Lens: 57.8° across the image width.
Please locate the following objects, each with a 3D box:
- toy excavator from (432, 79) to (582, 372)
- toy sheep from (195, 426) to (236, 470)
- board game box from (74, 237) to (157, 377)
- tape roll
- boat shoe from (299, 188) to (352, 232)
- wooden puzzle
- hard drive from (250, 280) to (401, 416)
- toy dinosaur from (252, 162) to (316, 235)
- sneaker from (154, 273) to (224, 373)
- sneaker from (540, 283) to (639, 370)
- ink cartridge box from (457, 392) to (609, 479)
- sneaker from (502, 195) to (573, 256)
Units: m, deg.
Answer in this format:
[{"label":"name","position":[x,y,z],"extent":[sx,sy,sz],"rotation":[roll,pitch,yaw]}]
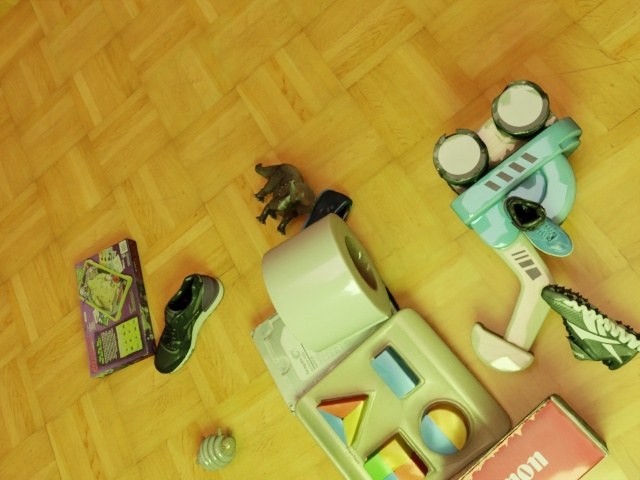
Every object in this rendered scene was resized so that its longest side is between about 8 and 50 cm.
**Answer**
[{"label":"toy excavator","position":[0.395,-0.021,1.166],"extent":[0.433,0.222,0.445],"rotation":[-40,73,12]},{"label":"toy sheep","position":[-0.251,0.504,1.386],"extent":[0.132,0.091,0.091],"rotation":[-39,64,27]},{"label":"board game box","position":[-0.584,0.189,1.639],"extent":[0.208,0.056,0.347],"rotation":[-22,69,14]},{"label":"tape roll","position":[0.015,0.087,1.206],"extent":[0.169,0.246,0.246],"rotation":[-31,66,14]},{"label":"boat shoe","position":[0.000,0.000,1.384],"extent":[0.089,0.109,0.258],"rotation":[17,87,27]},{"label":"wooden puzzle","position":[0.157,0.364,1.196],"extent":[0.348,0.080,0.322],"rotation":[-43,77,9]},{"label":"hard drive","position":[0.022,0.216,1.344],"extent":[0.339,0.064,0.237],"rotation":[-37,64,13]},{"label":"toy dinosaur","position":[-0.089,-0.121,1.451],"extent":[0.160,0.121,0.313],"rotation":[-46,29,19]},{"label":"sneaker","position":[-0.372,0.208,1.491],"extent":[0.107,0.124,0.283],"rotation":[28,90,28]},{"label":"sneaker","position":[0.495,0.171,1.083],"extent":[0.234,0.078,0.106],"rotation":[31,105,-10]},{"label":"ink cartridge box","position":[0.345,0.422,1.024],"extent":[0.309,0.272,0.130],"rotation":[-47,63,8]},{"label":"sneaker","position":[0.393,-0.023,1.041],"extent":[0.152,0.084,0.058],"rotation":[44,103,4]}]
